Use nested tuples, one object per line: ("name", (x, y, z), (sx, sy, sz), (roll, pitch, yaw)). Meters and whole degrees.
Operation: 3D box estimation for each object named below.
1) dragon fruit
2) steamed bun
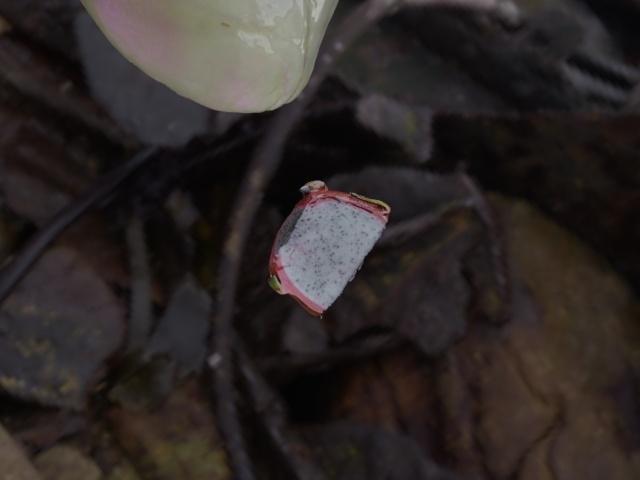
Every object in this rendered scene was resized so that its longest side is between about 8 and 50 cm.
("dragon fruit", (0.000, 0.000, 1.142), (0.056, 0.083, 0.060), (30, 6, -9))
("steamed bun", (-0.092, -0.193, 1.155), (0.152, 0.170, 0.239), (-2, 36, -31))
